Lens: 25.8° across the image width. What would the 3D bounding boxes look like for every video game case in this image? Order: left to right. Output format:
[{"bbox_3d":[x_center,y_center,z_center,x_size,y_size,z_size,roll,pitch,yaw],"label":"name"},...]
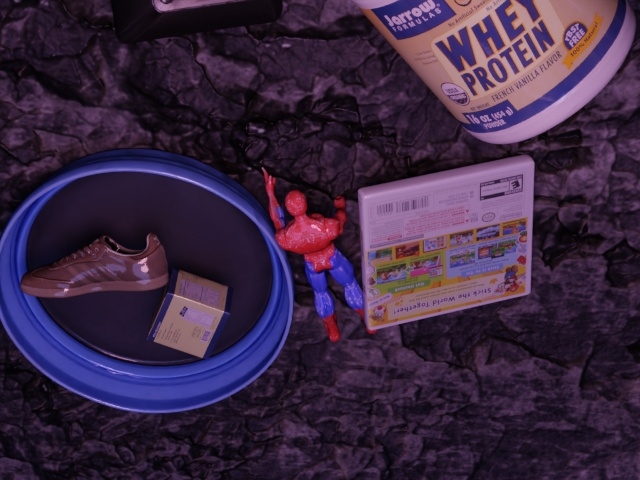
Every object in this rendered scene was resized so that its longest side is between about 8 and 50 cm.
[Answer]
[{"bbox_3d":[0.161,0.003,1.771,0.226,0.026,0.206,-12,124,-12],"label":"video game case"}]

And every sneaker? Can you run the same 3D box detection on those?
[{"bbox_3d":[-0.283,0.027,1.743,0.188,0.066,0.071,-4,103,3],"label":"sneaker"}]

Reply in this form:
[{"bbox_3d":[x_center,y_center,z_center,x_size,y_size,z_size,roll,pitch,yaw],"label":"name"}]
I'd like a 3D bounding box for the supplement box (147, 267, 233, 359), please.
[{"bbox_3d":[-0.165,0.093,1.774,0.083,0.056,0.083,20,122,-11],"label":"supplement box"}]

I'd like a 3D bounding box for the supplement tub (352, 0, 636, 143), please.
[{"bbox_3d":[0.162,-0.283,1.498,0.228,0.228,0.316,-35,116,23],"label":"supplement tub"}]

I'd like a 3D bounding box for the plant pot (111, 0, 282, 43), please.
[{"bbox_3d":[-0.131,-0.309,1.471,0.187,0.167,0.188,-10,102,-10],"label":"plant pot"}]

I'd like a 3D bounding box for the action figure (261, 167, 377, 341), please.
[{"bbox_3d":[0.000,0.000,1.789,0.091,0.139,0.280,-14,144,8],"label":"action figure"}]

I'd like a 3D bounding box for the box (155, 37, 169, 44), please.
[{"bbox_3d":[-0.181,-0.276,1.603,0.052,0.083,0.062,28,121,-15],"label":"box"}]

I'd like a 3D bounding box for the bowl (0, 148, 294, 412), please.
[{"bbox_3d":[-0.227,0.054,1.831,0.391,0.077,0.391,1,124,2],"label":"bowl"}]
